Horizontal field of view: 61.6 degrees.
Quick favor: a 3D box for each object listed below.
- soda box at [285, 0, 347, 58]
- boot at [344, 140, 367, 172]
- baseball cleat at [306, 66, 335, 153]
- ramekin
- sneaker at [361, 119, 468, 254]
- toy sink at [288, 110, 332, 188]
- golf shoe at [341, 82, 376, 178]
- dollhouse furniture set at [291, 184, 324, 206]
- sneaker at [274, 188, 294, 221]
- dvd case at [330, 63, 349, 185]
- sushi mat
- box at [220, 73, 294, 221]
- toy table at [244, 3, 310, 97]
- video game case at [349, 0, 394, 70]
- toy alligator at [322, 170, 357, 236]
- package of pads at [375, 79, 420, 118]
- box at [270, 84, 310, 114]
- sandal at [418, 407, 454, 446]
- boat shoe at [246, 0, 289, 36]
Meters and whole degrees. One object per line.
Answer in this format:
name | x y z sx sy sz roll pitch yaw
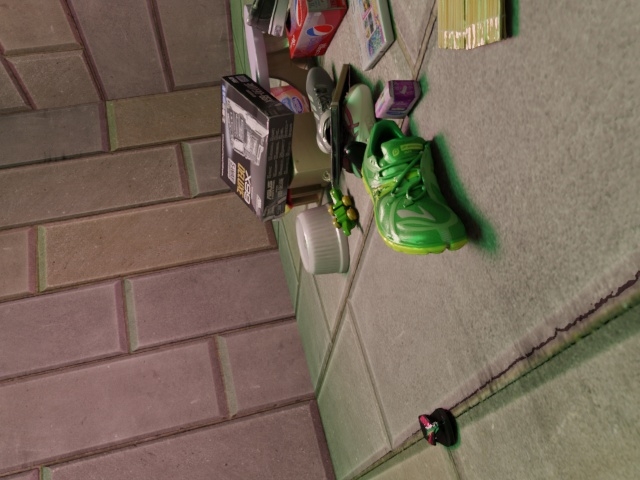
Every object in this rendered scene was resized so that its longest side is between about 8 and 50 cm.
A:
soda box | -0.016 -0.489 1.177 0.263 0.084 0.092 177 83 -80
boot | 0.093 -0.112 0.957 0.121 0.045 0.099 34 -146 -38
baseball cleat | 0.017 -0.305 1.228 0.109 0.072 0.205 -177 74 -79
ramekin | 0.000 0.000 1.523 0.207 0.109 0.207 169 90 -79
sneaker | 0.122 -0.085 0.797 0.295 0.110 0.123 -113 12 -50
toy sink | -0.041 -0.231 1.440 0.234 0.131 0.152 142 117 -78
golf shoe | 0.088 -0.203 1.015 0.086 0.068 0.186 32 139 40
dollhouse furniture set | -0.077 -0.199 1.666 0.129 0.129 0.183 104 152 -66
sneaker | -0.121 -0.165 1.524 0.094 0.082 0.208 -23 81 45
dvd case | 0.041 -0.239 1.090 0.221 0.018 0.164 -78 -11 -51
sushi mat | 0.156 -0.371 0.575 0.151 0.019 0.316 -130 30 -66
box | -0.173 -0.238 1.395 0.242 0.077 0.307 46 142 36
toy table | -0.104 -0.492 1.430 0.252 0.161 0.274 -142 43 -75
video game case | 0.085 -0.393 0.928 0.143 0.019 0.157 170 90 -79
toy alligator | 0.053 -0.088 1.325 0.051 0.056 0.189 22 -137 -51
package of pads | 0.119 -0.218 0.835 0.083 0.050 0.031 126 140 -76
box | -0.127 -0.392 1.696 0.300 0.142 0.154 -150 50 -76
sandal | 0.204 0.351 0.995 0.179 0.040 0.067 106 151 -68
boat shoe | -0.114 -0.629 1.273 0.113 0.105 0.306 143 137 -75
